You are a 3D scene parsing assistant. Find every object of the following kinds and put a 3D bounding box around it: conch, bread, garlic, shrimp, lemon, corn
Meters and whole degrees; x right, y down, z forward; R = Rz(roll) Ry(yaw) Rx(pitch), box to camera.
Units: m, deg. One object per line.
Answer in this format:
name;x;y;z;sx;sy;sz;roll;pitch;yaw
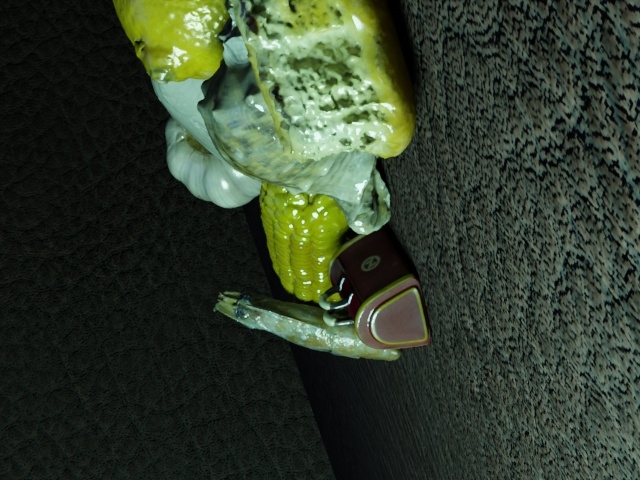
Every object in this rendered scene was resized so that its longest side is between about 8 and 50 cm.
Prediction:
conch;-0.033;-0.125;1.409;0.210;0.158;0.291;-118;10;-54
bread;-0.005;-0.173;1.185;0.174;0.121;0.246;-56;-55;-87
garlic;-0.100;-0.140;2.162;0.226;0.199;0.199;17;-132;-57
shrimp;-0.014;0.102;1.753;0.126;0.223;0.048;82;-155;-84
lemon;-0.116;-0.270;1.520;0.188;0.188;0.257;93;-167;-74
corn;0.000;0.000;1.692;0.363;0.120;0.120;76;174;-65

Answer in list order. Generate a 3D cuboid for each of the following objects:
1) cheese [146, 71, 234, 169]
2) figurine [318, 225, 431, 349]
cheese;-0.091;-0.179;1.695;0.198;0.154;0.189;44;-135;-16
figurine;0.043;0.051;1.524;0.154;0.098;0.082;-122;12;-58
